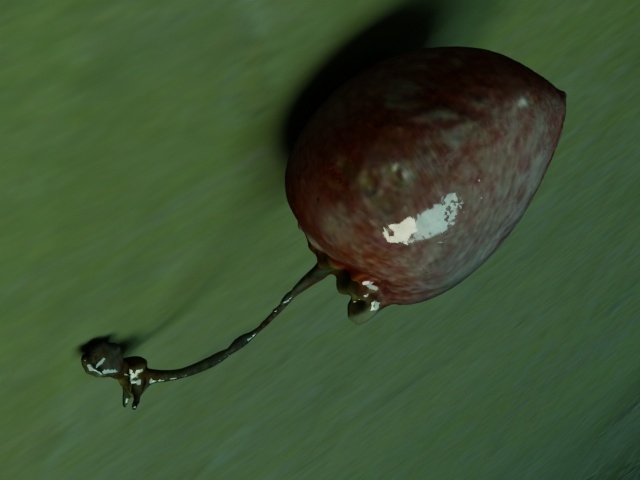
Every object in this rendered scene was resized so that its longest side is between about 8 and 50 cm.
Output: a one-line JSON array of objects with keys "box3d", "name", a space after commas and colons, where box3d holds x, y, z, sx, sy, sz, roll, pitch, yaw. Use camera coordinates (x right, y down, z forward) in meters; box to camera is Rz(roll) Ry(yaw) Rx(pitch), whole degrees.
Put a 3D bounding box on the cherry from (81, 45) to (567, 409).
[{"box3d": [0.000, 0.000, 0.623, 0.225, 0.090, 0.107, -35, 172, 3], "name": "cherry"}]
